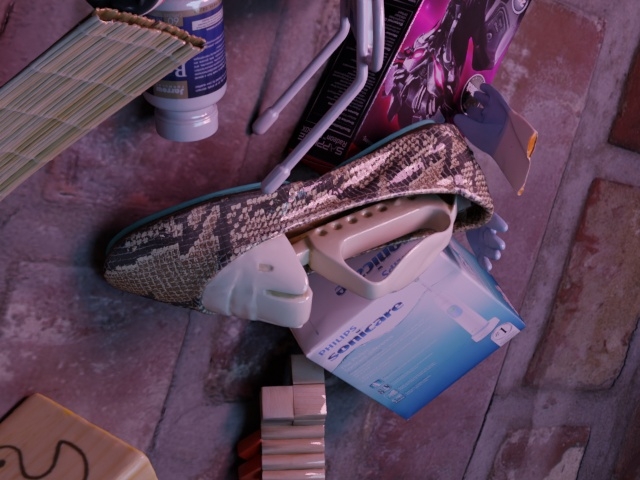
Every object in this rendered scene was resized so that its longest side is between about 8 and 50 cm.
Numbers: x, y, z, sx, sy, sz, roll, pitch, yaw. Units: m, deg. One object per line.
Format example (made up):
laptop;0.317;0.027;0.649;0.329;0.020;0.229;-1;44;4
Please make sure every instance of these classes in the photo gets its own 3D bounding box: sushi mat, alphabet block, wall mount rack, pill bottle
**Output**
sushi mat;-0.260;-0.119;1.547;0.316;0.019;0.151;-32;156;31
alphabet block;-0.290;0.319;1.782;0.197;0.192;0.193;-45;141;-28
wall mount rack;-0.007;-0.229;1.816;0.130;0.350;0.304;0;112;-4
pill bottle;-0.148;-0.196;1.763;0.094;0.094;0.169;-31;130;-40

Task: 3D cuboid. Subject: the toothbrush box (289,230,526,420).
toothbrush box;0.104;0.088;2.147;0.216;0.126;0.295;-40;146;11

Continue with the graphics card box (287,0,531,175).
graphics card box;0.125;-0.224;2.101;0.233;0.094;0.371;33;81;-54

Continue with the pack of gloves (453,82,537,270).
pack of gloves;0.192;-0.084;2.048;0.046;0.232;0.195;8;111;-15

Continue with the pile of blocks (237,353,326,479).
pile of blocks;-0.055;0.316;2.177;0.112;0.149;0.362;-1;104;-6

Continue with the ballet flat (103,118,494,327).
ballet flat;0.000;0.000;1.880;0.482;0.182;0.164;-20;152;-27

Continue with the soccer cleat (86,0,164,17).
soccer cleat;-0.227;-0.349;1.471;0.318;0.108;0.116;60;18;-12
